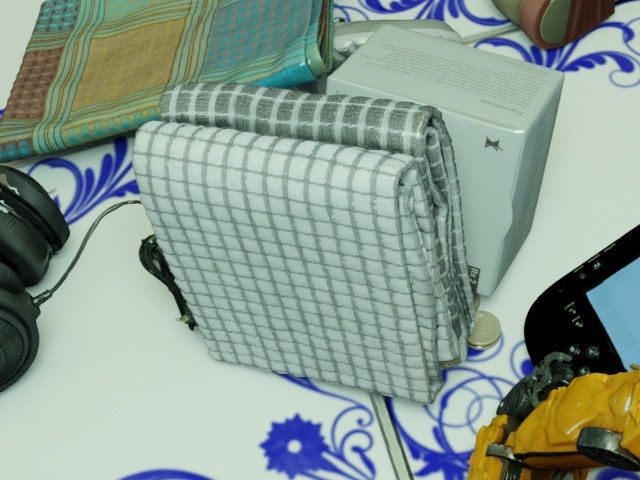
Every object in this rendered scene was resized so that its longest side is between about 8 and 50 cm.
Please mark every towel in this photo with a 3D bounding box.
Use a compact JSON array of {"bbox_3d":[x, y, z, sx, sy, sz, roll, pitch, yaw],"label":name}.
[{"bbox_3d":[-0.161,-0.218,1.131,0.370,0.040,0.271,-12,45,16],"label":"towel"},{"bbox_3d":[0.000,0.000,0.878,0.235,0.284,0.121,9,51,23],"label":"towel"}]

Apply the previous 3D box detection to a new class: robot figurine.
[{"bbox_3d":[0.177,0.181,0.756,0.085,0.291,0.211,24,73,-7],"label":"robot figurine"}]

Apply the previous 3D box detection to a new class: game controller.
[{"bbox_3d":[0.312,0.034,0.867,0.319,0.067,0.166,-37,48,19],"label":"game controller"}]

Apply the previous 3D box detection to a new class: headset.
[{"bbox_3d":[-0.302,0.048,1.006,0.394,0.185,0.243,-10,50,19],"label":"headset"}]

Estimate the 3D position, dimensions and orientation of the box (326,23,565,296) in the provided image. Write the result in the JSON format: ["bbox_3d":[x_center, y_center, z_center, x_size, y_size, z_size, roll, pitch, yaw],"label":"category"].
[{"bbox_3d":[0.105,-0.074,0.967,0.182,0.181,0.119,20,41,19],"label":"box"}]

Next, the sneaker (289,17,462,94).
[{"bbox_3d":[0.008,-0.210,1.131,0.281,0.105,0.115,-3,56,6],"label":"sneaker"}]

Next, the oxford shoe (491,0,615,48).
[{"bbox_3d":[0.333,-0.348,1.175,0.348,0.123,0.130,-31,52,-14],"label":"oxford shoe"}]

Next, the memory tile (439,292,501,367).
[{"bbox_3d":[0.088,0.060,0.994,0.113,0.012,0.148,-28,57,-12],"label":"memory tile"}]
